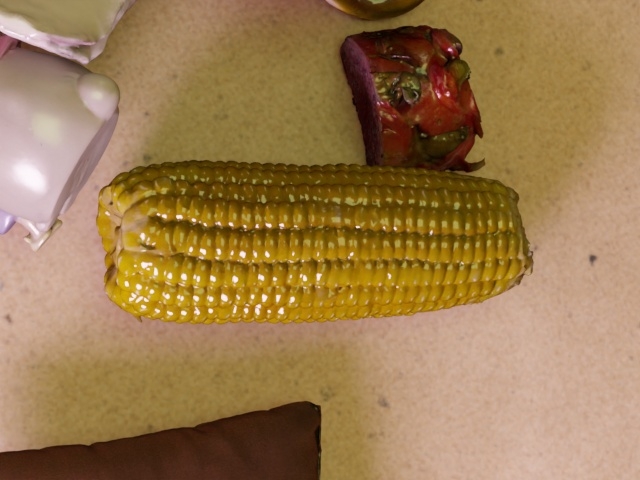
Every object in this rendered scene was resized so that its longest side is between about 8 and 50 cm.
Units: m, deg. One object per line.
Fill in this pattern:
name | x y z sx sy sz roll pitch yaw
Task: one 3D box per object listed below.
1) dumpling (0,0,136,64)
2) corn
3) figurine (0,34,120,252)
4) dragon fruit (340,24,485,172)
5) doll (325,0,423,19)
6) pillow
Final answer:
dumpling | -0.222 -0.290 1.398 0.260 0.181 0.341 24 70 -7
corn | 0.000 0.000 1.439 0.344 0.131 0.131 -2 80 -17
figurine | -0.277 -0.110 1.372 0.235 0.155 0.127 31 41 2
dragon fruit | 0.082 -0.116 1.500 0.102 0.096 0.147 -21 88 -22
doll | 0.002 -0.354 1.454 0.318 0.209 0.339 9 75 -35
pillow | -0.117 0.289 1.360 0.305 0.108 0.307 -6 84 -22
